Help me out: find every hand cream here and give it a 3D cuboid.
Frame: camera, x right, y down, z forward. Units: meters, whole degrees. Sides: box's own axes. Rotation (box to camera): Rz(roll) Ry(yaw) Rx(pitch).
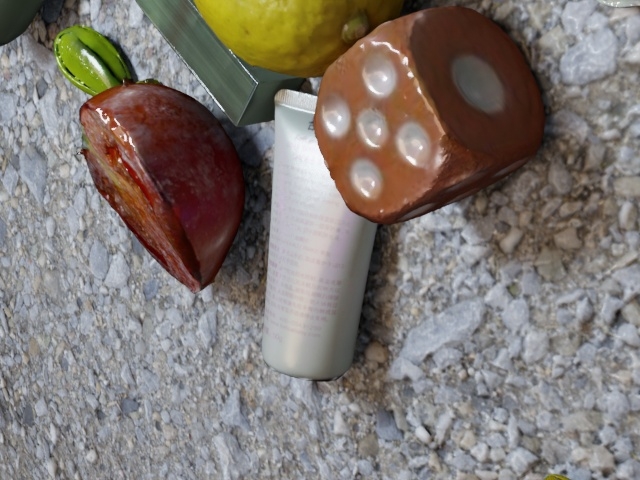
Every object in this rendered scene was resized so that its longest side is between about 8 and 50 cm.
[{"bbox_3d":[0.000,0.000,1.198,0.185,0.118,0.359,18,108,34],"label":"hand cream"}]

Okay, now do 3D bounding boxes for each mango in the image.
[{"bbox_3d":[-0.348,-0.267,1.487,0.165,0.074,0.091,48,126,8],"label":"mango"}]

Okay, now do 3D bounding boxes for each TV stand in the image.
[{"bbox_3d":[-0.141,-0.274,1.259,0.269,0.088,0.083,52,134,21],"label":"TV stand"}]

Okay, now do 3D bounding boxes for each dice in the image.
[{"bbox_3d":[0.111,-0.125,0.994,0.179,0.174,0.175,-38,76,49],"label":"dice"}]

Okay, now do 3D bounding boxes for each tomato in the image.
[{"bbox_3d":[-0.194,-0.092,1.315,0.309,0.170,0.309,44,161,20],"label":"tomato"}]

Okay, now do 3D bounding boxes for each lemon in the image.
[{"bbox_3d":[-0.027,-0.297,1.035,0.263,0.236,0.236,43,130,15],"label":"lemon"}]

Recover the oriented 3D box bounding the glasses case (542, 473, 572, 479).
[{"bbox_3d":[0.256,0.371,1.073,0.079,0.064,0.234,35,126,42],"label":"glasses case"}]

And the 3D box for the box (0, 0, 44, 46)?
[{"bbox_3d":[-0.545,-0.440,1.518,0.149,0.226,0.226,-34,78,45],"label":"box"}]

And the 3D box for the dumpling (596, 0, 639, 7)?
[{"bbox_3d":[0.272,-0.270,0.840,0.188,0.108,0.127,17,140,27],"label":"dumpling"}]

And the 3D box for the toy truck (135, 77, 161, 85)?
[{"bbox_3d":[-0.251,-0.201,1.423,0.083,0.049,0.054,56,133,16],"label":"toy truck"}]
